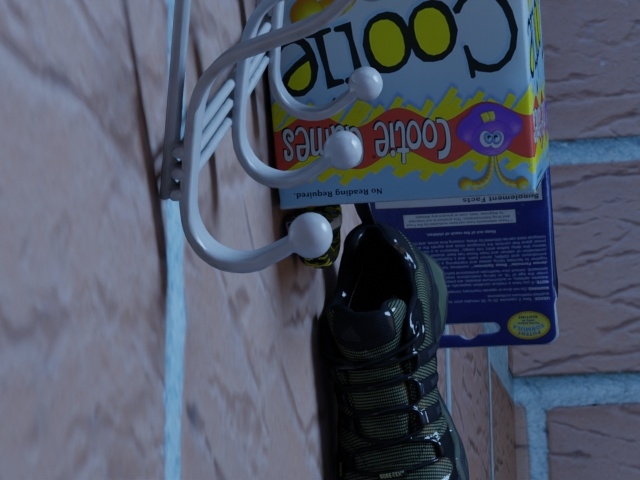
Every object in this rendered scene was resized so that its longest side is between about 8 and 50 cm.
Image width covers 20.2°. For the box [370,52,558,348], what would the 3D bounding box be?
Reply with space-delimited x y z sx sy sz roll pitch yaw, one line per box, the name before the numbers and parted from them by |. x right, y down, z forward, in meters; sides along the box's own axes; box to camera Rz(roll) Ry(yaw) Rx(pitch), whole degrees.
box | 0.100 -0.025 1.302 0.036 0.136 0.225 -76 161 -61

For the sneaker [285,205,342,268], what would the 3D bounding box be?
sneaker | 0.000 0.000 1.007 0.083 0.031 0.035 -44 131 -78

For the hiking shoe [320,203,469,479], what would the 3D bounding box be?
hiking shoe | 0.032 0.089 1.088 0.114 0.086 0.227 49 32 -54

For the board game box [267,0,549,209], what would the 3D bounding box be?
board game box | 0.046 -0.165 0.991 0.142 0.144 0.275 -41 127 -77

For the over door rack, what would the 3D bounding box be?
over door rack | -0.012 -0.178 0.764 0.239 0.108 0.324 -70 156 -68
